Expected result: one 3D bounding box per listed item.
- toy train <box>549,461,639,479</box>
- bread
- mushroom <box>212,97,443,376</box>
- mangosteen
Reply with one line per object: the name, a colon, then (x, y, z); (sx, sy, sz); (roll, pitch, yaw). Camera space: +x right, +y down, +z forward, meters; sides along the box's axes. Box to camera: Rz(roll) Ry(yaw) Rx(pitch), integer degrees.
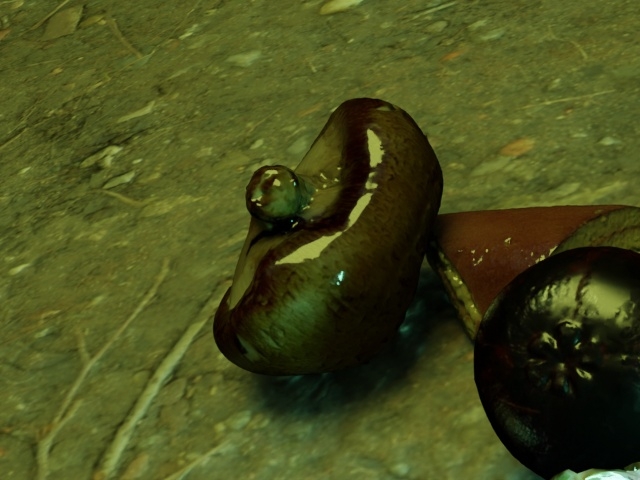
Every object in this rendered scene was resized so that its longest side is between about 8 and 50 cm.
toy train: (0.092, 0.207, 0.507); (0.261, 0.177, 0.134); (-37, -5, -24)
bread: (0.146, 0.018, 0.926); (0.192, 0.067, 0.119); (-5, 33, 28)
mushroom: (0.013, 0.007, 0.948); (0.138, 0.194, 0.231); (26, 70, 7)
mangosteen: (0.169, 0.077, 0.755); (0.152, 0.152, 0.152); (-17, 29, 10)
